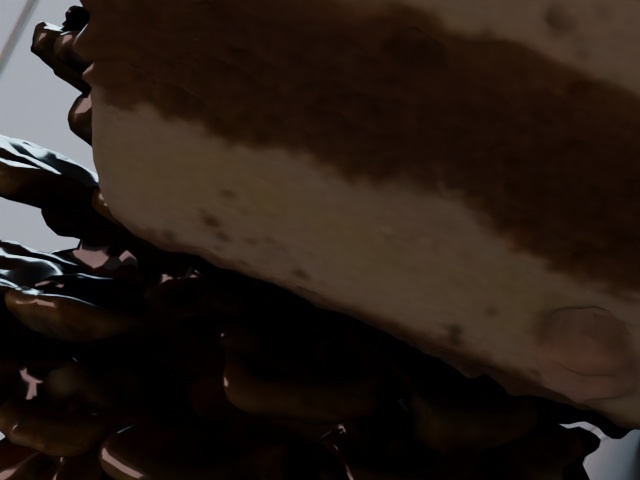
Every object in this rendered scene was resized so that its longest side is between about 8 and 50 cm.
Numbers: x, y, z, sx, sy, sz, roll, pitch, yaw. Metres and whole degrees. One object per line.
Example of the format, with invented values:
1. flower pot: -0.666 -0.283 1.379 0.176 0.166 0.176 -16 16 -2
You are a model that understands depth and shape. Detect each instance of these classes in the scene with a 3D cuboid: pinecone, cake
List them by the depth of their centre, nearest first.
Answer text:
1. cake: 0.068 -0.122 0.570 0.290 0.282 0.256 113 177 -47
2. pinecone: 0.000 0.000 0.883 0.398 0.397 0.398 24 -90 -84
